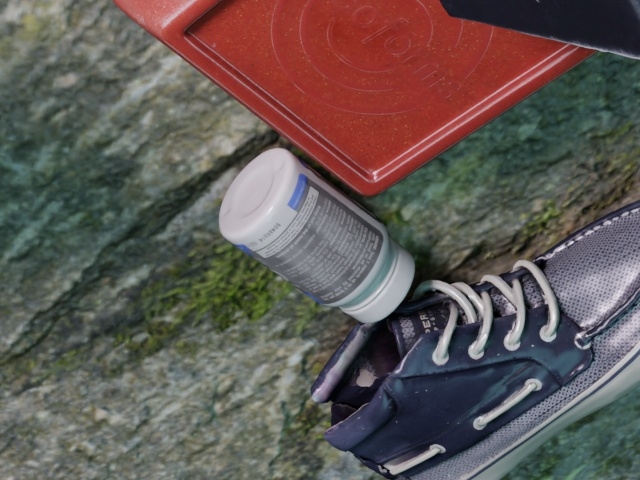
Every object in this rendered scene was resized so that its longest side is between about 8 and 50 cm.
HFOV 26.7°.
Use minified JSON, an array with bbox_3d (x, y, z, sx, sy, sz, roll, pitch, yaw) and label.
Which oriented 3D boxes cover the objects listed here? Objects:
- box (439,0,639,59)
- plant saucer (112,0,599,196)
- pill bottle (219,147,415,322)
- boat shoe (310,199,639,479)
[{"bbox_3d":[0.138,-0.324,0.654,0.312,0.179,0.343,-47,125,-12],"label":"box"},{"bbox_3d":[0.040,-0.143,0.863,0.259,0.047,0.258,-33,127,29],"label":"plant saucer"},{"bbox_3d":[0.000,0.000,0.978,0.137,0.078,0.078,36,110,-30],"label":"pill bottle"},{"bbox_3d":[0.142,0.069,1.023,0.158,0.127,0.340,27,116,-35],"label":"boat shoe"}]
